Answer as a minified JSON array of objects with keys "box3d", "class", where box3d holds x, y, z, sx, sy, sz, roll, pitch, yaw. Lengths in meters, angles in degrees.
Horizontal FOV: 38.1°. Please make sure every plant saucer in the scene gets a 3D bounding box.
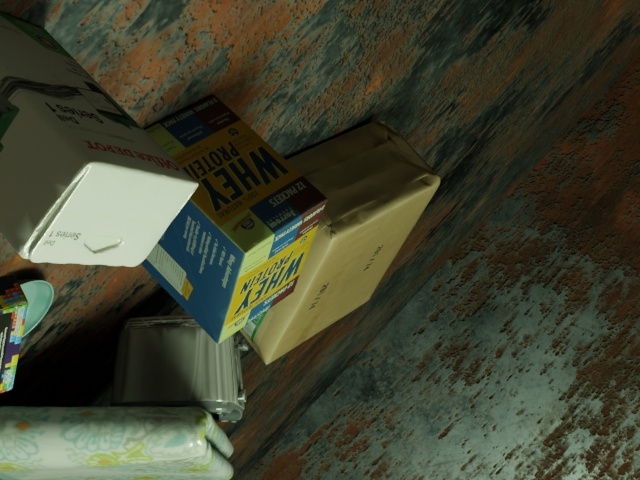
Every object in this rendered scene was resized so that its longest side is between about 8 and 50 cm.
[{"box3d":[-0.372,0.085,1.100,0.119,0.021,0.119,-41,161,-17],"class":"plant saucer"}]

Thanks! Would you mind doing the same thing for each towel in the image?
[{"box3d":[-0.299,0.298,1.340,0.320,0.090,0.374,-3,160,1],"class":"towel"}]

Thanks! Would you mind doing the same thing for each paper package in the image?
[{"box3d":[0.000,0.000,1.544,0.309,0.168,0.325,-28,155,-43],"class":"paper package"}]

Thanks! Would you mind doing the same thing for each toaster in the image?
[{"box3d":[-0.221,0.195,1.392,0.226,0.147,0.129,-3,160,9],"class":"toaster"}]

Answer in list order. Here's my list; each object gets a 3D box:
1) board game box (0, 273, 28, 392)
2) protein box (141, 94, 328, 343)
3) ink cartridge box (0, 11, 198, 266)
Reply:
[{"box3d":[-0.402,0.119,1.010,0.141,0.048,0.170,-13,145,-35],"class":"board game box"},{"box3d":[-0.127,-0.024,1.132,0.136,0.201,0.200,-35,159,-35],"class":"protein box"},{"box3d":[-0.224,-0.086,0.735,0.093,0.219,0.160,-50,163,13],"class":"ink cartridge box"}]
